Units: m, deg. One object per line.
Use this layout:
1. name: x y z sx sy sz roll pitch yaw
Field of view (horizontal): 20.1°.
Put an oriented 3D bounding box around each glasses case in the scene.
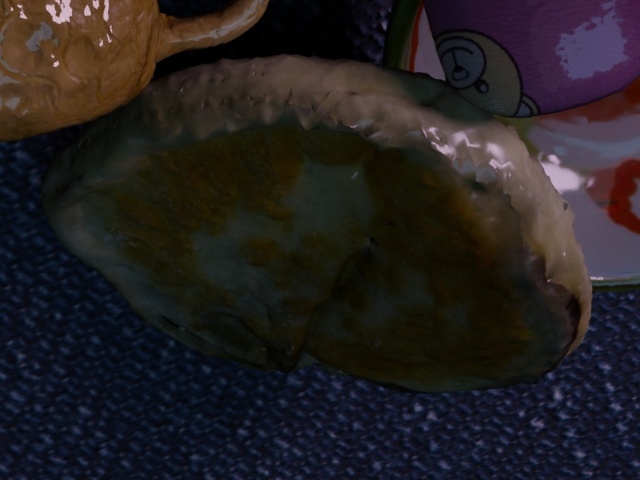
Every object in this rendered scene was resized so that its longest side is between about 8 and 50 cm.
1. glasses case: 0.093 -0.222 0.947 0.123 0.076 0.316 -14 89 15

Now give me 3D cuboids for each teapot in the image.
1. teapot: -0.177 -0.149 0.943 0.311 0.203 0.167 -7 109 -4

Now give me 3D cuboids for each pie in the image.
1. pie: 0.000 0.001 1.091 0.339 0.077 0.339 14 149 9

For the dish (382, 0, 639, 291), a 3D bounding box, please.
1. dish: 0.187 -0.132 1.119 0.324 0.124 0.324 -4 124 -7
